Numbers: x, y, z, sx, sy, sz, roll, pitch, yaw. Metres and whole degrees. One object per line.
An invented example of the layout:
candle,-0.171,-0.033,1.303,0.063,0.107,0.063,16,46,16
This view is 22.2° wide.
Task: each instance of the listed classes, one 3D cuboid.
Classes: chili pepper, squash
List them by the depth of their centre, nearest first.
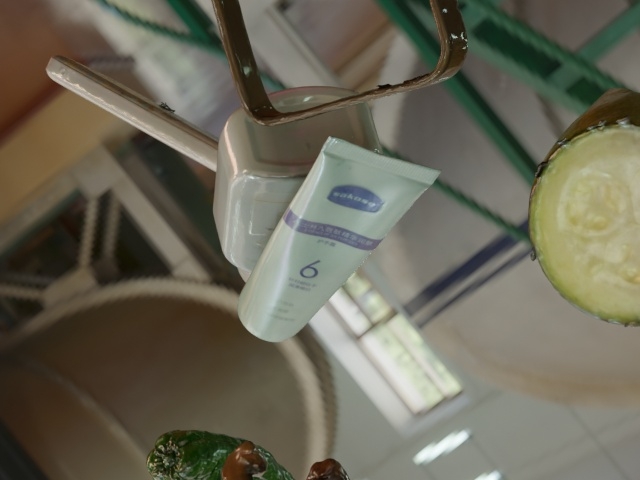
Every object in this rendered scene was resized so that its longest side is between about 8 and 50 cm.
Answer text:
squash,0.290,-0.045,1.395,0.189,0.189,0.260,-39,176,31
chili pepper,-0.099,0.278,1.892,0.099,0.083,0.253,-50,136,2

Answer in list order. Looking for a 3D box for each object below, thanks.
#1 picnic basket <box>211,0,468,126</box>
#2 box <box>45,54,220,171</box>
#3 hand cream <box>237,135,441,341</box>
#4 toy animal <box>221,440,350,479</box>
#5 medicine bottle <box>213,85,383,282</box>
picnic basket,-0.010,-0.272,1.405,0.254,0.321,0.291,-12,-174,42
box,-0.186,-0.137,1.923,0.044,0.285,0.142,-62,160,5
hand cream,0.000,0.000,1.582,0.321,0.109,0.067,126,-24,-50
toy animal,-0.072,0.255,1.322,0.312,0.097,0.157,-26,-150,10
medicine bottle,-0.029,-0.044,1.705,0.161,0.111,0.296,-11,155,-9
